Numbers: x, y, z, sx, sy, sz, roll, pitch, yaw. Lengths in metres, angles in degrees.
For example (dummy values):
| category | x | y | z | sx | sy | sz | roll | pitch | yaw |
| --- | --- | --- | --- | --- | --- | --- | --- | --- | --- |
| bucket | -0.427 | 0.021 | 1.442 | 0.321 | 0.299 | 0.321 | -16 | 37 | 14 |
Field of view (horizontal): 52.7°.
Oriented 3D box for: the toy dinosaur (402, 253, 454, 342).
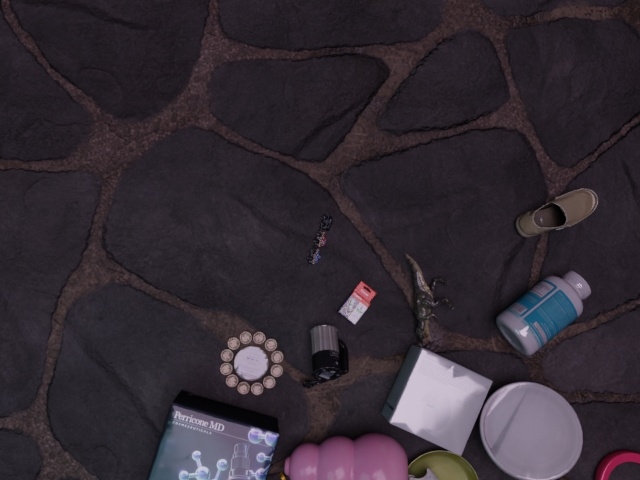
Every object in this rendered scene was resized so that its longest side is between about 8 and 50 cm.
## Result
| category | x | y | z | sx | sy | sz | roll | pitch | yaw |
| --- | --- | --- | --- | --- | --- | --- | --- | --- | --- |
| toy dinosaur | 0.320 | 0.162 | 1.885 | 0.118 | 0.064 | 0.268 | -9 | 84 | 0 |

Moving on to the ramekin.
| category | x | y | z | sx | sy | sz | roll | pitch | yaw |
| --- | --- | --- | --- | --- | --- | --- | --- | --- | --- |
| ramekin | 0.579 | 0.543 | 1.807 | 0.272 | 0.127 | 0.273 | -4 | 61 | 7 |

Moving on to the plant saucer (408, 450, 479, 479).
| category | x | y | z | sx | sy | sz | roll | pitch | yaw |
| --- | --- | --- | --- | --- | --- | --- | --- | --- | --- |
| plant saucer | 0.339 | 0.722 | 1.857 | 0.240 | 0.037 | 0.241 | 0 | 87 | -5 |

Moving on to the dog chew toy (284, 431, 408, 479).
| category | x | y | z | sx | sy | sz | roll | pitch | yaw |
| --- | --- | --- | --- | --- | --- | --- | --- | --- | --- |
| dog chew toy | 0.068 | 0.626 | 1.762 | 0.331 | 0.206 | 0.207 | 3 | 86 | 2 |

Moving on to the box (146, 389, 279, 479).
| category | x | y | z | sx | sy | sz | roll | pitch | yaw |
| --- | --- | --- | --- | --- | --- | --- | --- | --- | --- |
| box | -0.303 | 0.641 | 1.712 | 0.293 | 0.212 | 0.396 | 17 | 84 | -4 |

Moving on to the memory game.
| category | x | y | z | sx | sy | sz | roll | pitch | yaw |
| --- | --- | --- | --- | --- | --- | --- | --- | --- | --- |
| memory game | -0.195 | 0.349 | 1.842 | 0.186 | 0.012 | 0.186 | 0 | 86 | -6 |

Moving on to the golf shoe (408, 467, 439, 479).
| category | x | y | z | sx | sy | sz | roll | pitch | yaw |
| --- | --- | --- | --- | --- | --- | --- | --- | --- | --- |
| golf shoe | 0.251 | 0.704 | 1.810 | 0.176 | 0.069 | 0.086 | -23 | 68 | -9 |

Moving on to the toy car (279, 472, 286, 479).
| category | x | y | z | sx | sy | sz | roll | pitch | yaw |
| --- | --- | --- | --- | --- | --- | --- | --- | --- | --- |
| toy car | -0.109 | 0.721 | 1.810 | 0.060 | 0.040 | 0.122 | -20 | 89 | -7 |

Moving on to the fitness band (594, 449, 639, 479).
| category | x | y | z | sx | sy | sz | roll | pitch | yaw |
| --- | --- | --- | --- | --- | --- | --- | --- | --- | --- |
| fitness band | 0.949 | 0.742 | 1.913 | 0.290 | 0.054 | 0.209 | 20 | 82 | -5 |

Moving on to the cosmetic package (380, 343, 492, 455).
| category | x | y | z | sx | sy | sz | roll | pitch | yaw |
| --- | --- | --- | --- | --- | --- | --- | --- | --- | --- |
| cosmetic package | 0.325 | 0.443 | 1.824 | 0.224 | 0.138 | 0.225 | 26 | 85 | -3 |

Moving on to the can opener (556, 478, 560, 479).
| category | x | y | z | sx | sy | sz | roll | pitch | yaw |
| --- | --- | --- | --- | --- | --- | --- | --- | --- | --- |
| can opener | 0.626 | 0.638 | 1.890 | 0.186 | 0.073 | 0.059 | 31 | 45 | -6 |

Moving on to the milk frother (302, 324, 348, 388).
| category | x | y | z | sx | sy | sz | roll | pitch | yaw |
| --- | --- | --- | --- | --- | --- | --- | --- | --- | --- |
| milk frother | -0.002 | 0.334 | 1.826 | 0.143 | 0.129 | 0.135 | -21 | 50 | 21 |

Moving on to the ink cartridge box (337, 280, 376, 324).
| category | x | y | z | sx | sy | sz | roll | pitch | yaw |
| --- | --- | --- | --- | --- | --- | --- | --- | --- | --- |
| ink cartridge box | 0.109 | 0.180 | 1.876 | 0.063 | 0.029 | 0.115 | 38 | 84 | -2 |

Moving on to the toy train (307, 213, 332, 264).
| category | x | y | z | sx | sy | sz | roll | pitch | yaw |
| --- | --- | --- | --- | --- | --- | --- | --- | --- | --- |
| toy train | 0.000 | 0.000 | 1.881 | 0.036 | 0.027 | 0.158 | 22 | 83 | -15 |

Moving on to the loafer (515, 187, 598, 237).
| category | x | y | z | sx | sy | sz | roll | pitch | yaw |
| --- | --- | --- | --- | --- | --- | --- | --- | --- | --- |
| loafer | 0.718 | -0.080 | 1.924 | 0.268 | 0.092 | 0.102 | -24 | 89 | -7 |

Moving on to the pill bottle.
| category | x | y | z | sx | sy | sz | roll | pitch | yaw |
| --- | --- | --- | --- | --- | --- | --- | --- | --- | --- |
| pill bottle | 0.651 | 0.202 | 1.870 | 0.264 | 0.146 | 0.146 | -36 | 90 | -7 |
